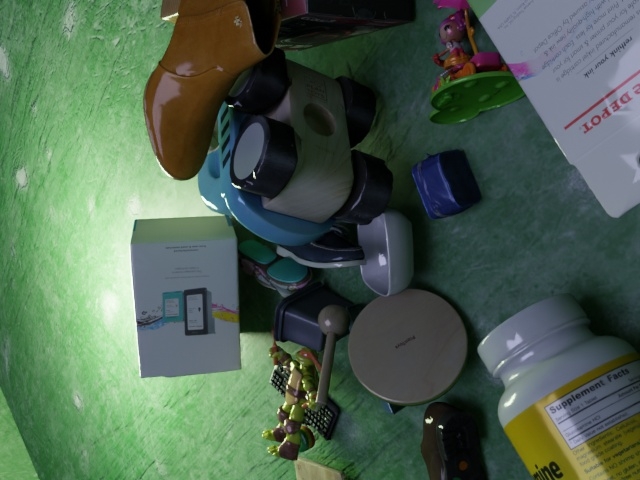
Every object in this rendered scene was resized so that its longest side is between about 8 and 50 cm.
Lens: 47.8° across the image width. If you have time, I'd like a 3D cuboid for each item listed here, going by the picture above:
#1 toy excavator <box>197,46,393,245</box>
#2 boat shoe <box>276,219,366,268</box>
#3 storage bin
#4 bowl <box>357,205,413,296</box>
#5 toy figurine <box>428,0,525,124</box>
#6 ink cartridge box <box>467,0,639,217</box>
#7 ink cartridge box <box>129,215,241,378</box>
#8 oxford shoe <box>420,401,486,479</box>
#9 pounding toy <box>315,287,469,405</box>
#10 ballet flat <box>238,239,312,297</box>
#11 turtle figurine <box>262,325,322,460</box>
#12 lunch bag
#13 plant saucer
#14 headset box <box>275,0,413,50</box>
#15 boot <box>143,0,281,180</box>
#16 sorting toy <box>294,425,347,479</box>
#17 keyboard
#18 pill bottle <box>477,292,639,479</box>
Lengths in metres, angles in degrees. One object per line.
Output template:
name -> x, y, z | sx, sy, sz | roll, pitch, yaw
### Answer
toy excavator -> -0.127, -0.149, 1.215 | 0.445, 0.222, 0.432 | -37, 49, 43
boat shoe -> 0.000, 0.000, 1.222 | 0.254, 0.095, 0.079 | -165, 79, -67
storage bin -> -0.005, 0.144, 1.261 | 0.091, 0.135, 0.098 | 21, 116, 32
bowl -> 0.104, 0.011, 1.130 | 0.142, 0.053, 0.142 | -149, 55, -73
toy figurine -> 0.193, -0.259, 0.969 | 0.173, 0.130, 0.159 | 141, 125, -71
ink cartridge box -> 0.329, -0.226, 0.798 | 0.207, 0.119, 0.353 | -41, 69, 44
ink cartridge box -> -0.264, 0.105, 1.426 | 0.198, 0.197, 0.270 | -126, 35, -70
oxford shoe -> 0.204, 0.358, 1.140 | 0.096, 0.083, 0.227 | -159, 63, -64
pounding toy -> 0.118, 0.182, 1.139 | 0.237, 0.110, 0.182 | -6, 62, 14
ballet flat -> -0.083, 0.064, 1.371 | 0.222, 0.077, 0.079 | 24, 136, 47
turtle figurine -> -0.047, 0.281, 1.351 | 0.269, 0.087, 0.217 | 31, 107, 59
lunch bag -> 0.176, -0.083, 1.042 | 0.065, 0.067, 0.098 | -27, 79, 47
plant saucer -> 0.089, 0.198, 1.215 | 0.018, 0.067, 0.192 | -29, 79, 23
headset box -> -0.021, -0.359, 1.067 | 0.293, 0.218, 0.110 | 3, 101, 48
boot -> -0.143, -0.229, 0.980 | 0.211, 0.104, 0.295 | 4, 94, 46
sorting toy -> 0.017, 0.496, 1.390 | 0.132, 0.046, 0.274 | 0, 100, 47
keyboard -> -0.038, 0.319, 1.420 | 0.180, 0.023, 0.108 | 38, 127, 35
pill bottle -> 0.334, 0.238, 0.859 | 0.188, 0.188, 0.333 | -54, 54, 41
